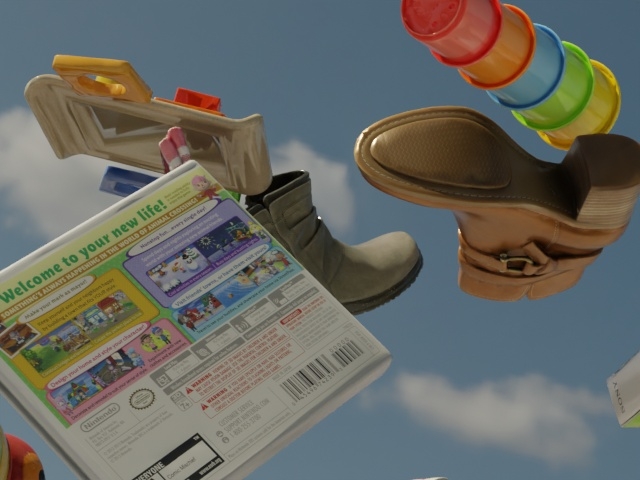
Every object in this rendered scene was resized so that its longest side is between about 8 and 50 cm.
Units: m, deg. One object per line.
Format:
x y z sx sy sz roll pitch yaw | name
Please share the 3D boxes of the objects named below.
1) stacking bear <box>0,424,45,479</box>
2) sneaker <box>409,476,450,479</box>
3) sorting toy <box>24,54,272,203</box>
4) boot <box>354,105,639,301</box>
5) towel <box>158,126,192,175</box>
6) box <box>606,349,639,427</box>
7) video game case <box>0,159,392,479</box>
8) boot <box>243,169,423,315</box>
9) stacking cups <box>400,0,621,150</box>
-0.339 0.194 1.505 0.164 0.175 0.289 -13 -25 10 | stacking bear
0.026 0.183 1.076 0.070 0.051 0.134 -13 -1 38 | sneaker
-0.139 -0.099 1.451 0.196 0.047 0.348 10 -15 4 | sorting toy
0.155 -0.026 1.633 0.283 0.109 0.220 -2 -30 -13 | boot
-0.078 0.012 1.383 0.029 0.197 0.144 -25 -9 -7 | towel
0.452 0.097 1.527 0.322 0.058 0.232 3 -32 -20 | box
-0.092 0.062 1.051 0.193 0.212 0.023 44 -37 16 | video game case
0.000 0.000 1.719 0.083 0.246 0.161 11 -59 48 | boot
0.167 -0.169 1.549 0.096 0.096 0.316 -2 -15 33 | stacking cups
